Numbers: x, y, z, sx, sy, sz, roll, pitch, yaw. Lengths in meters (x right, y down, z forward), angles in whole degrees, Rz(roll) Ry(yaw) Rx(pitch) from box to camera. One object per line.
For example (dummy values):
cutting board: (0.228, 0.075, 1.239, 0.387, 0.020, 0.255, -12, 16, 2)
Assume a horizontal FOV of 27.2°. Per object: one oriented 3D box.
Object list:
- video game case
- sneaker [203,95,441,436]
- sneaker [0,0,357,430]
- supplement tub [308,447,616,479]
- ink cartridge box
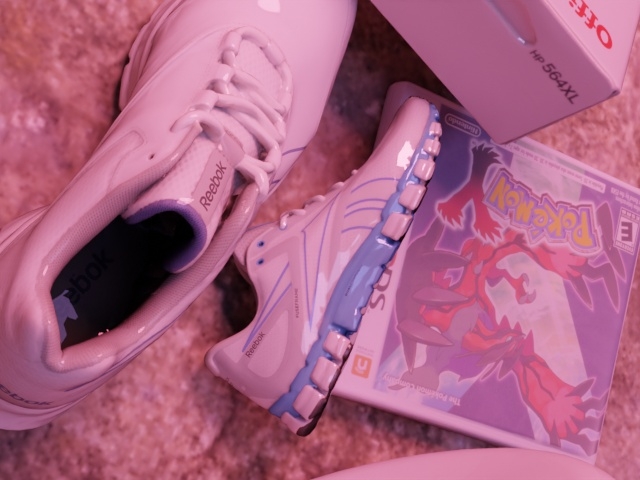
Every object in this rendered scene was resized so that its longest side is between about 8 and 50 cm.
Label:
video game case: (0.104, 0.026, 0.788, 0.201, 0.023, 0.184, 21, 77, -29)
sneaker: (0.000, 0.000, 0.695, 0.082, 0.071, 0.191, 26, 77, 5)
sneaker: (-0.058, -0.034, 0.630, 0.111, 0.129, 0.297, 40, 67, -20)
supplement tub: (0.063, 0.288, 0.622, 0.241, 0.241, 0.331, -16, 96, -31)
ink cartridge box: (0.108, -0.177, 0.728, 0.148, 0.086, 0.203, 45, 46, -22)
